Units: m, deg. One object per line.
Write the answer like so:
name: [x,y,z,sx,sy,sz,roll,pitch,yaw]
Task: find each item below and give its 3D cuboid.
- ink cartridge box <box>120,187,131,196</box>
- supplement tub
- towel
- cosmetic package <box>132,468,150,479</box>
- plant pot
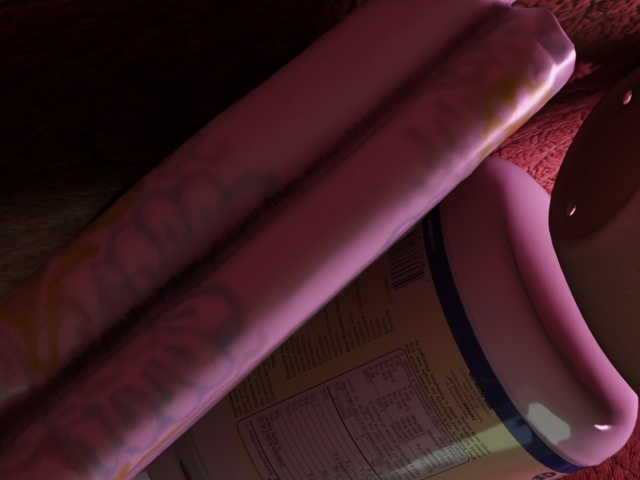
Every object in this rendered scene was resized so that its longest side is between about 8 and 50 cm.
ink cartridge box: [-0.097,0.013,0.812,0.109,0.063,0.150,-8,166,-31]
supplement tub: [0.045,0.104,0.925,0.324,0.235,0.235,-28,164,25]
towel: [-0.068,0.035,0.564,0.374,0.090,0.320,-41,176,-13]
cosmetic package: [-0.190,0.173,1.205,0.365,0.155,0.197,-22,163,35]
plant pot: [0.256,-0.011,0.757,0.191,0.284,0.284,26,154,-14]
